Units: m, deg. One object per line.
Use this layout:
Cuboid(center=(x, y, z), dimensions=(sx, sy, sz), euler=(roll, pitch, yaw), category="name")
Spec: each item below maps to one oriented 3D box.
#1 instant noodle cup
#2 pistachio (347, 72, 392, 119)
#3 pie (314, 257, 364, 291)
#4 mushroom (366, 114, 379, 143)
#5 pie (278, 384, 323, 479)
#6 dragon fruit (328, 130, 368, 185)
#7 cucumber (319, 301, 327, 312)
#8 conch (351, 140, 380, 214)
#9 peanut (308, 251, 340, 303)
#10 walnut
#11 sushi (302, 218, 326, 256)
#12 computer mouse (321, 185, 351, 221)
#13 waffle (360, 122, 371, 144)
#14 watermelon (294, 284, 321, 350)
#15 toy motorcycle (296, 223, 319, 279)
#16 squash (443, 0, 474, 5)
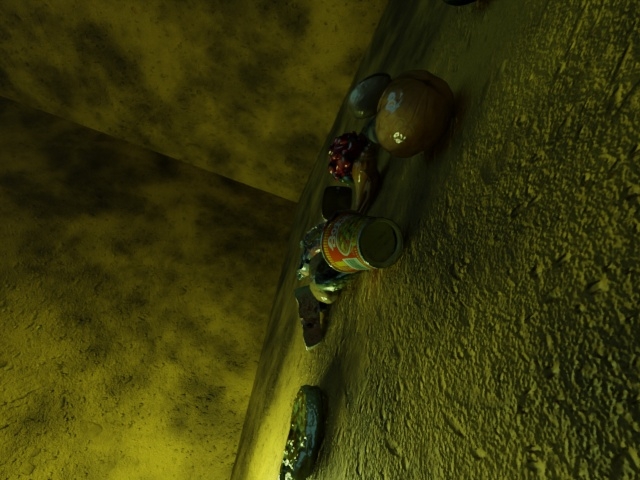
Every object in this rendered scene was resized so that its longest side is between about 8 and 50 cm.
Cuboid(center=(0.118, 0.003, 1.108), dimensions=(0.212, 0.193, 0.193), euler=(1, 72, 72), category="instant noodle cup")
Cuboid(center=(0.224, -0.650, 1.832), dimensions=(0.238, 0.153, 0.138), euler=(-37, 35, 23), category="pistachio")
Cuboid(center=(0.076, 0.073, 1.361), dimensions=(0.240, 0.054, 0.240), euler=(-35, 22, 17), category="pie")
Cuboid(center=(0.223, -0.420, 1.525), dimensions=(0.351, 0.097, 0.109), euler=(-99, 30, -74), category="mushroom")
Cuboid(center=(-0.057, 0.585, 1.235), dimensions=(0.302, 0.066, 0.303), euler=(-162, 90, -81), category="pie")
Cuboid(center=(0.116, -0.334, 1.650), dimensions=(0.218, 0.198, 0.273), euler=(-44, 4, 19), category="dragon fruit")
Cuboid(center=(0.015, 0.215, 1.631), dimensions=(0.039, 0.043, 0.163), euler=(-22, 38, 24), category="cucumber")
Cuboid(center=(0.163, -0.195, 1.465), dimensions=(0.093, 0.109, 0.330), euler=(-29, -49, -43), category="conch")
Cuboid(center=(0.018, 0.136, 1.508), dimensions=(0.224, 0.129, 0.129), euler=(-85, 17, -49), category="peanut")
Cuboid(center=(0.231, -0.316, 1.034), dimensions=(0.222, 0.195, 0.195), euler=(129, 158, -66), category="walnut")
Cuboid(center=(-0.003, 0.015, 1.834), dimensions=(0.241, 0.107, 0.161), euler=(-31, 35, 49), category="sushi")
Cuboid(center=(0.072, -0.174, 1.814), dimensions=(0.056, 0.125, 0.245), euler=(88, -171, -45), category="computer mouse")
Cuboid(center=(0.184, -0.425, 1.848), dimensions=(0.204, 0.054, 0.223), euler=(-92, 23, -63), category="waffle")
Cuboid(center=(-0.040, 0.303, 1.540), dimensions=(0.154, 0.094, 0.241), euler=(91, 170, -50), category="watermelon")
Cuboid(center=(-0.043, 0.065, 2.043), dimensions=(0.307, 0.108, 0.173), euler=(-69, 19, 4), category="toy motorcycle")
Cuboid(center=(0.368, -0.718, 1.027), dimensions=(0.172, 0.218, 0.218), euler=(2, 69, 42), category="squash")
